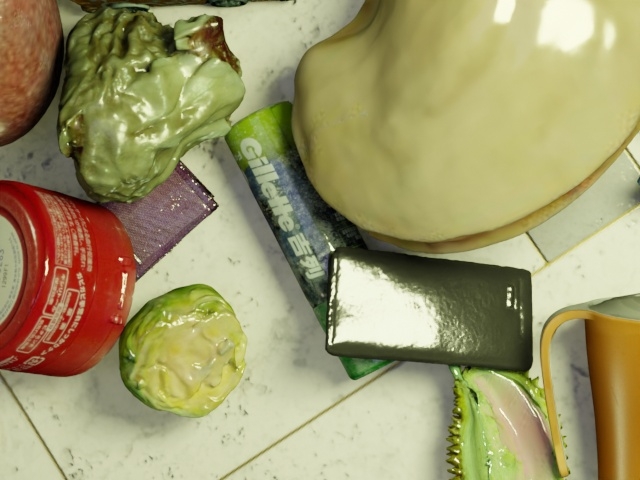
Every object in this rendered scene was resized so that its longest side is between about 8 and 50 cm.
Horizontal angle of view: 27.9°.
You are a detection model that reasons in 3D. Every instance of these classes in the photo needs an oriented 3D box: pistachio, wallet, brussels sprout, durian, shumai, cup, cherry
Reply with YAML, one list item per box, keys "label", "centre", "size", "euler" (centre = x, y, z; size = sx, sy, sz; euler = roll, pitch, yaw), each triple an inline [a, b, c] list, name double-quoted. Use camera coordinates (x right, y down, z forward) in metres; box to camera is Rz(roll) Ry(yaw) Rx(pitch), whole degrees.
- label: "pistachio"
  centre: [0.165, -0.180, 1.374]
  size: [0.445, 0.281, 0.365]
  euler: [-28, 65, 28]
- label: "wallet"
  centre: [-0.219, -0.029, 1.588]
  size: [0.166, 0.030, 0.111]
  euler: [-43, 81, 8]
- label: "brussels sprout"
  centre: [-0.167, 0.128, 1.536]
  size: [0.152, 0.122, 0.149]
  euler: [-9, 107, -12]
- label: "durian"
  centre: [0.205, 0.237, 1.474]
  size: [0.137, 0.095, 0.220]
  euler: [-2, 75, -23]
- label: "shumai"
  centre: [-0.189, -0.164, 1.495]
  size: [0.218, 0.189, 0.255]
  euler: [-13, 49, 8]
- label: "cup"
  centre: [0.352, 0.177, 1.407]
  size: [0.226, 0.182, 0.263]
  euler: [2, 97, 8]
- label: "cherry"
  centre: [-0.409, -0.245, 1.504]
  size: [0.221, 0.307, 0.261]
  euler: [-1, 64, -17]
- label: "wallet"
  centre: [0.126, 0.080, 1.461]
  size: [0.244, 0.025, 0.124]
  euler: [7, 74, -12]

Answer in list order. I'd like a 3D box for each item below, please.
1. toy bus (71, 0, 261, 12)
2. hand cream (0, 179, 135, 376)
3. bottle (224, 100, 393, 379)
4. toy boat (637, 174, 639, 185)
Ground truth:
- label: "toy bus"
  centre: [-0.171, -0.347, 1.510]
  size: [0.275, 0.167, 0.138]
  euler: [-1, 89, 11]
- label: "hand cream"
  centre: [-0.343, 0.046, 1.514]
  size: [0.230, 0.149, 0.230]
  euler: [-8, 76, 34]
- label: "bottle"
  centre: [0.000, 0.000, 1.513]
  size: [0.093, 0.093, 0.330]
  euler: [-29, 84, 10]
- label: "toy boat"
  centre: [0.452, -0.146, 1.404]
  size: [0.262, 0.114, 0.115]
  euler: [-27, 101, 1]
